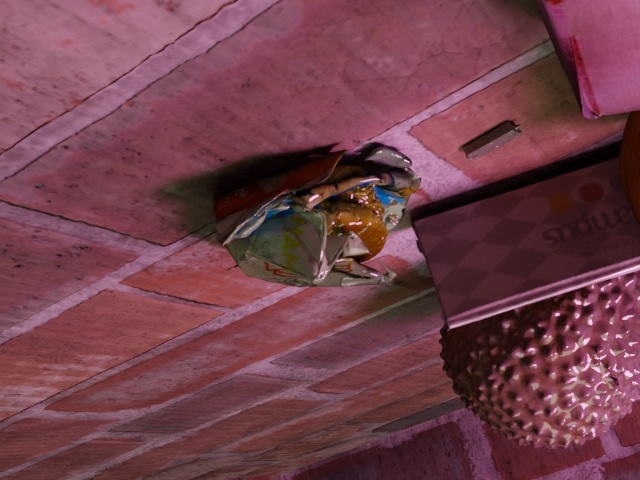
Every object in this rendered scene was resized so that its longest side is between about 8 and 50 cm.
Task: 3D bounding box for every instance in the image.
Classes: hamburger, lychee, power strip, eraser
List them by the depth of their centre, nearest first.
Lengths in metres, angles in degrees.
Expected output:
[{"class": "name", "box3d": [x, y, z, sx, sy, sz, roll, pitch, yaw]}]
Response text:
[{"class": "hamburger", "box3d": [0.006, 0.001, 1.093, 0.275, 0.151, 0.260, -13, 160, -10]}, {"class": "power strip", "box3d": [0.222, -0.128, 1.109, 0.083, 0.017, 0.027, -30, 156, 32]}, {"class": "eraser", "box3d": [0.344, -0.011, 1.245, 0.396, 0.213, 0.082, -18, 148, 4]}, {"class": "lychee", "box3d": [0.407, 0.165, 1.531, 0.380, 0.380, 0.432, -8, 139, -21]}]

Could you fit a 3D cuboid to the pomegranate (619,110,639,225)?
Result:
[{"class": "pomegranate", "box3d": [0.531, -0.059, 0.962, 0.416, 0.417, 0.417, -14, 159, -6]}]

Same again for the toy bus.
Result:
[{"class": "toy bus", "box3d": [0.248, -0.215, 0.747, 0.127, 0.147, 0.302, -18, 159, 20]}]
